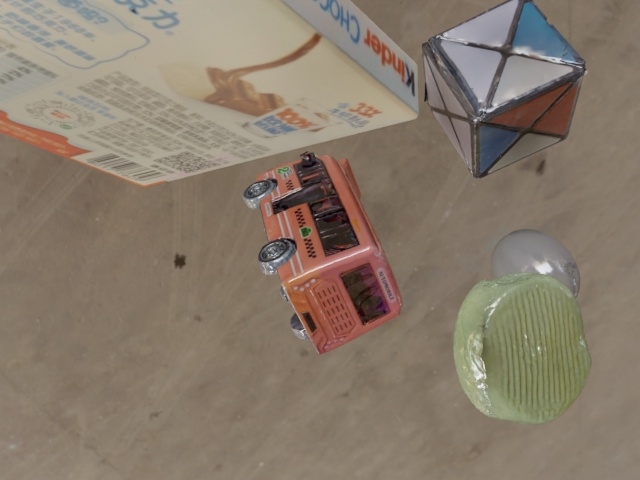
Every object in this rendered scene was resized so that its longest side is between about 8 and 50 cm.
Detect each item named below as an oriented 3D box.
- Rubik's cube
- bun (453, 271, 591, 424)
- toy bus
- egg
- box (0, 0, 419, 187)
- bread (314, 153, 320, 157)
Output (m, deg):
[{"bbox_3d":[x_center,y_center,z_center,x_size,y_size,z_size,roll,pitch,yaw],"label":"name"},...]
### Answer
[{"bbox_3d":[0.464,-0.400,1.805,0.306,0.310,0.305,-27,152,-1],"label":"Rubik's cube"},{"bbox_3d":[0.279,0.154,0.989,0.221,0.108,0.221,1,89,-22],"label":"bun"},{"bbox_3d":[0.000,0.000,1.356,0.232,0.427,0.203,-23,124,3],"label":"toy bus"},{"bbox_3d":[0.411,0.058,1.327,0.146,0.199,0.147,-10,125,-14],"label":"egg"},{"bbox_3d":[-0.117,-0.112,0.417,0.264,0.048,0.273,-8,161,33],"label":"box"},{"bbox_3d":[0.016,-0.154,1.638,0.036,0.193,0.112,-34,138,-8],"label":"bread"}]
